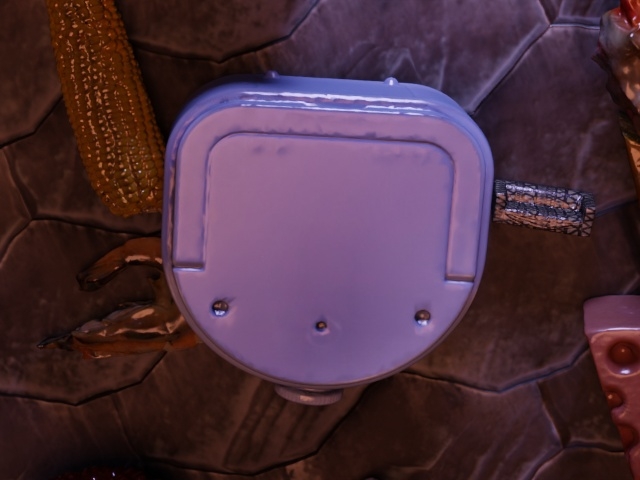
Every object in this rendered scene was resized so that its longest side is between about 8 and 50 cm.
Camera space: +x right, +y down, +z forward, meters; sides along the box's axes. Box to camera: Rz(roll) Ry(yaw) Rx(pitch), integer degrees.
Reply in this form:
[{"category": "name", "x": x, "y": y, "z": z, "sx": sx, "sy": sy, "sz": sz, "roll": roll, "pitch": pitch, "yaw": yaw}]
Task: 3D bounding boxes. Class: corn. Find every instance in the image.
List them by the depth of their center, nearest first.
[{"category": "corn", "x": -0.245, "y": -0.155, "z": 1.945, "sx": 0.101, "sy": 0.101, "sz": 0.310, "roll": -15, "pitch": 107, "yaw": 9}]

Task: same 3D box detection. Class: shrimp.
[{"category": "shrimp", "x": -0.230, "y": 0.071, "z": 2.038, "sx": 0.254, "sy": 0.059, "sz": 0.145, "roll": -5, "pitch": 104, "yaw": 6}]

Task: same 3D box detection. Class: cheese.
[{"category": "cheese", "x": 0.375, "y": 0.143, "z": 1.980, "sx": 0.177, "sy": 0.128, "sz": 0.203, "roll": 40, "pitch": 111, "yaw": -6}]

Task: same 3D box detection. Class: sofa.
[{"category": "sofa", "x": 0.258, "y": -0.038, "z": 1.960, "sx": 0.118, "sy": 0.060, "sz": 0.039, "roll": 8, "pitch": 112, "yaw": 2}]

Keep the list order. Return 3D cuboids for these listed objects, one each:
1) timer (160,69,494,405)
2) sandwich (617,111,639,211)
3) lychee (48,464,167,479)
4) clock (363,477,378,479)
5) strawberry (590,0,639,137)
[{"category": "timer", "x": 0.000, "y": 0.000, "z": 1.929, "sx": 0.395, "sy": 0.173, "sz": 0.395, "roll": -1, "pitch": 106, "yaw": -5}, {"category": "sandwich", "x": 0.370, "y": -0.027, "z": 1.926, "sx": 0.144, "sy": 0.117, "sz": 0.187, "roll": 22, "pitch": 110, "yaw": 0}, {"category": "lychee", "x": -0.265, "y": 0.412, "z": 2.039, "sx": 0.275, "sy": 0.276, "sz": 0.304, "roll": -14, "pitch": 127, "yaw": 9}, {"category": "clock", "x": 0.101, "y": 0.439, "z": 2.081, "sx": 0.189, "sy": 0.189, "sz": 0.254, "roll": -39, "pitch": 113, "yaw": 15}, {"category": "strawberry", "x": 0.468, "y": -0.236, "z": 1.844, "sx": 0.336, "sy": 0.149, "sz": 0.265, "roll": -31, "pitch": 88, "yaw": 3}]
